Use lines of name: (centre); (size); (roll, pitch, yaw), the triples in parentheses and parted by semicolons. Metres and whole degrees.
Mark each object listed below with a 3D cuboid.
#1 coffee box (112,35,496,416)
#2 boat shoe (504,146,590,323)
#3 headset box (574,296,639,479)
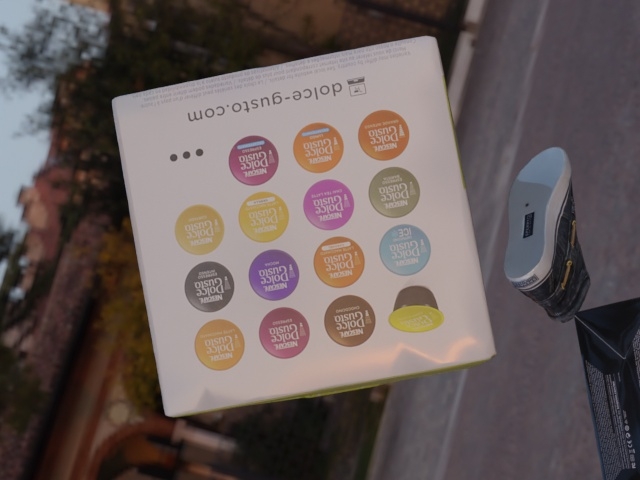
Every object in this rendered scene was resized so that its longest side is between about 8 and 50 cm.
coffee box: (0.000, 0.000, 1.456); (0.338, 0.337, 0.335); (34, -135, -82)
boat shoe: (0.232, -0.005, 1.325); (0.065, 0.083, 0.183); (-19, 39, 38)
headset box: (0.398, 0.158, 1.272); (0.110, 0.293, 0.218); (-20, 76, 51)
